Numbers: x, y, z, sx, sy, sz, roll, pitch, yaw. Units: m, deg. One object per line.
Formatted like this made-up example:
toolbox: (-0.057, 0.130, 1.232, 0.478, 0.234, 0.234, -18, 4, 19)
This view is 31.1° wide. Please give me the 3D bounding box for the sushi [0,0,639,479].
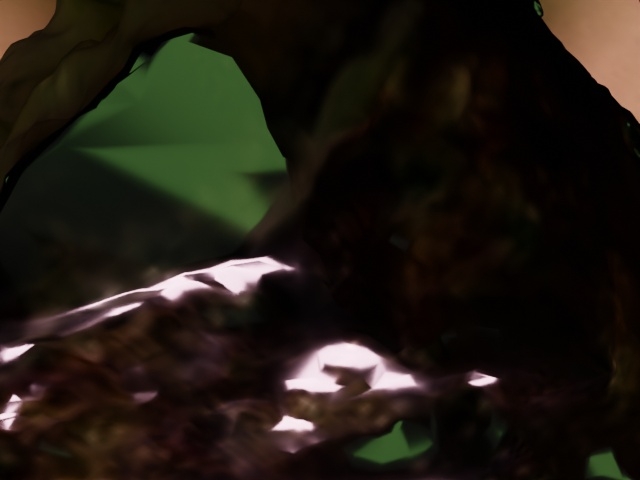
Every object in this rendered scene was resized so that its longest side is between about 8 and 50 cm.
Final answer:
sushi: (0.000, 0.002, 0.486, 0.281, 0.299, 0.294, -29, 119, 37)
